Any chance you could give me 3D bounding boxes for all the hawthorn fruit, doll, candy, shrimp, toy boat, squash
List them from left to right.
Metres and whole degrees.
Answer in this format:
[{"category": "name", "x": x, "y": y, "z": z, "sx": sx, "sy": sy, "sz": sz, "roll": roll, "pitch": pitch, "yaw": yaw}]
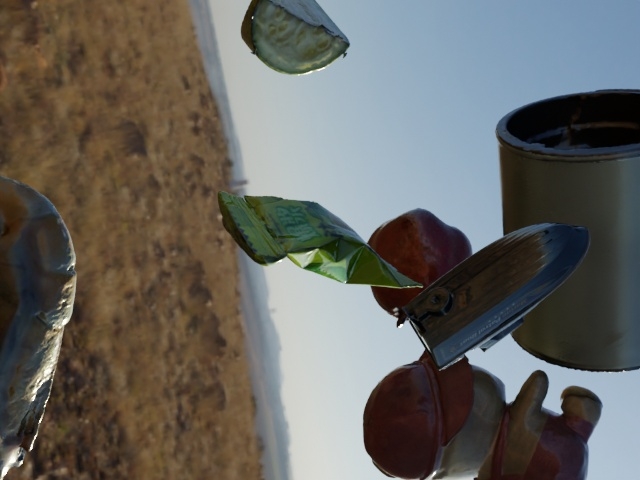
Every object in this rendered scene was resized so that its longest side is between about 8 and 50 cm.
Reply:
[{"category": "shrimp", "x": -0.267, "y": 0.075, "z": 0.607, "sx": 0.059, "sy": 0.145, "sz": 0.255, "roll": -102, "pitch": -151, "yaw": -79}, {"category": "squash", "x": -0.087, "y": -0.379, "z": 1.382, "sx": 0.111, "sy": 0.203, "sz": 0.289, "roll": -55, "pitch": -141, "yaw": 22}, {"category": "candy", "x": 0.000, "y": 0.000, "z": 1.000, "sx": 0.069, "sy": 0.246, "sz": 0.149, "roll": -59, "pitch": -141, "yaw": 14}, {"category": "hawthorn fruit", "x": 0.159, "y": 0.056, "z": 1.373, "sx": 0.185, "sy": 0.185, "sz": 0.202, "roll": 87, "pitch": 17, "yaw": -61}, {"category": "doll", "x": 0.178, "y": 0.214, "z": 0.942, "sx": 0.152, "sy": 0.255, "sz": 0.196, "roll": -68, "pitch": 174, "yaw": -77}, {"category": "toy boat", "x": 0.128, "y": 0.031, "z": 0.574, "sx": 0.060, "sy": 0.141, "sz": 0.055, "roll": 49, "pitch": 8, "yaw": -40}]

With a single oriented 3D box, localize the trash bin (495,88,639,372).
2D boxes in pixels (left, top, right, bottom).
[{"category": "trash bin", "x": 0.317, "y": -0.017, "z": 0.941, "sx": 0.277, "sy": 0.217, "sz": 0.263, "roll": 11, "pitch": -58, "yaw": 39}]
